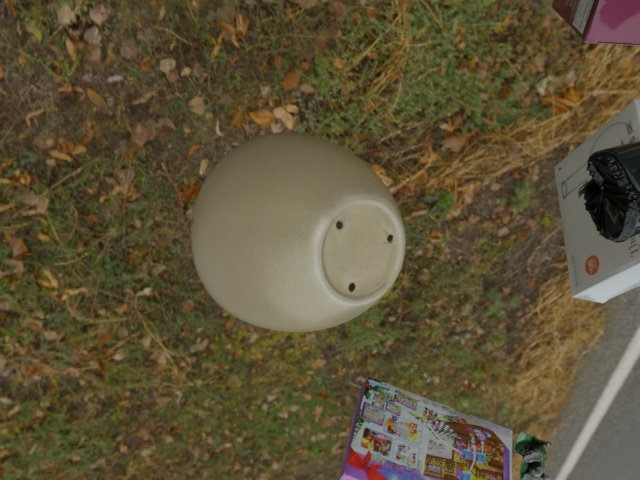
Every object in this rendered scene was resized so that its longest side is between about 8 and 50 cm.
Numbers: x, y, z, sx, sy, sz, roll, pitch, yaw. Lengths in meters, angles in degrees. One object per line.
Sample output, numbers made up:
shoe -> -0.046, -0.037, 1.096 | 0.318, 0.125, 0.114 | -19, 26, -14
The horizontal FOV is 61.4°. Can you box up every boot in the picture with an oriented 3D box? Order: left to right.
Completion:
boot -> 0.484, -0.038, 0.778 | 0.207, 0.094, 0.246 | -23, 105, -19

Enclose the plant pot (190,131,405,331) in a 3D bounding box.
plant pot -> 0.000, 0.000, 0.707 | 0.284, 0.191, 0.283 | -6, 102, -33

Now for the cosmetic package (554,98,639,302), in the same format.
cosmetic package -> 0.679, -0.082, 1.231 | 0.098, 0.376, 0.284 | 11, 152, -9

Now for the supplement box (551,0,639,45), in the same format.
supplement box -> 0.380, -0.316, 0.696 | 0.104, 0.188, 0.080 | 6, 126, 4

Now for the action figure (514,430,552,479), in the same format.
action figure -> 0.457, 0.465, 1.144 | 0.064, 0.137, 0.232 | 0, 169, 26

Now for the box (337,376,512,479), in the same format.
box -> 0.193, 0.387, 0.963 | 0.294, 0.200, 0.057 | 20, 133, 3
